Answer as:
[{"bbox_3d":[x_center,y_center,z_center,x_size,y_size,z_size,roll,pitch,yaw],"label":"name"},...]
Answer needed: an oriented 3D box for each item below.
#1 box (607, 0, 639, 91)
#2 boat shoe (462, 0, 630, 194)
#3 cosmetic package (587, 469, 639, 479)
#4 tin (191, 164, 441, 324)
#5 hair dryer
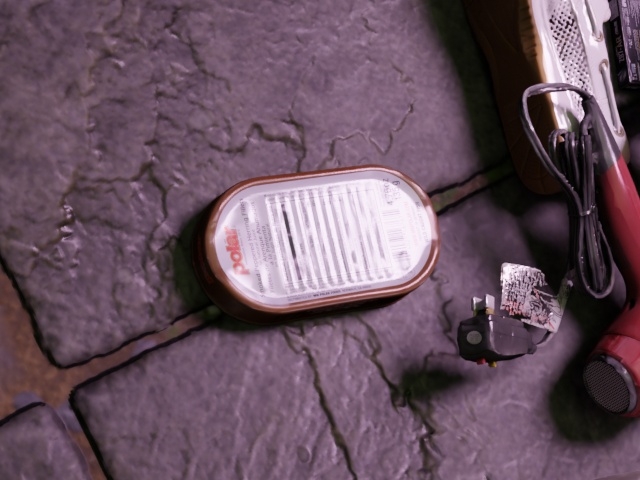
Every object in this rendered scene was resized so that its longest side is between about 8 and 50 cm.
[{"bbox_3d":[0.282,-0.168,1.159,0.067,0.018,0.083,0,75,-21],"label":"box"},{"bbox_3d":[0.182,-0.178,1.085,0.096,0.098,0.277,-12,89,-24],"label":"boat shoe"},{"bbox_3d":[0.152,0.317,0.922,0.309,0.113,0.160,-38,91,-26],"label":"cosmetic package"},{"bbox_3d":[0.000,0.000,0.994,0.189,0.040,0.106,-9,75,-23],"label":"tin"},{"bbox_3d":[0.247,0.022,1.028,0.293,0.080,0.224,20,86,-34],"label":"hair dryer"}]
